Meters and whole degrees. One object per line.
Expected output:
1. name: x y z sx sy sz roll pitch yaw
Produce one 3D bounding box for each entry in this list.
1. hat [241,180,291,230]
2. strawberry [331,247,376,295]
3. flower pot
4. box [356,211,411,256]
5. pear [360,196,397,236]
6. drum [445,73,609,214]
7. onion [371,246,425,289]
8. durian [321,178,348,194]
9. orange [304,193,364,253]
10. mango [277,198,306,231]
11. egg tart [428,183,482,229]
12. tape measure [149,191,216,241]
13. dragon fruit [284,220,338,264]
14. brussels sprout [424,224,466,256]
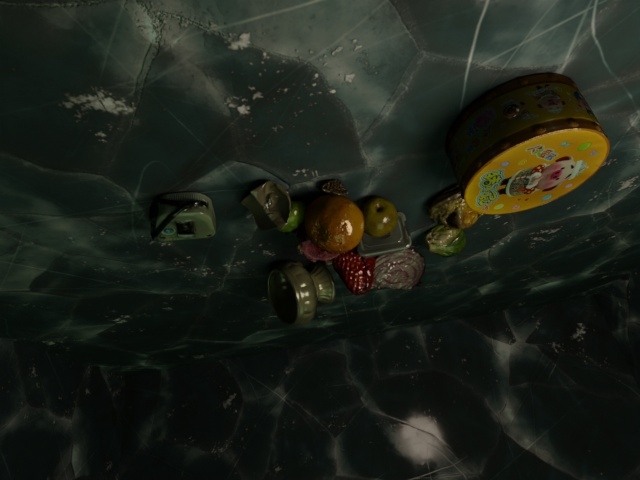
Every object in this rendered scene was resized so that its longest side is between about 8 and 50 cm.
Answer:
1. hat: -0.184 -0.126 1.416 0.144 0.173 0.166 -38 109 -10
2. strawberry: 0.157 0.126 1.816 0.205 0.244 0.205 -7 150 -4
3. flower pot: -0.085 0.230 1.910 0.244 0.307 0.307 -15 159 -35
4. box: 0.250 -0.017 1.676 0.227 0.162 0.130 -11 162 1
5. pear: 0.219 -0.085 1.545 0.148 0.149 0.162 -9 148 -1
6. drum: 0.612 -0.274 1.241 0.431 0.214 0.431 -7 153 -4
7. onion: 0.366 0.112 1.989 0.314 0.146 0.280 10 122 -16
8. durian: 0.057 -0.174 1.423 0.066 0.052 0.130 -34 154 31
9. orange: 0.050 -0.059 1.438 0.193 0.219 0.219 -26 160 -25
10. mango: -0.117 -0.082 1.496 0.119 0.100 0.178 -1 159 -21
11. egg tart: 0.579 -0.117 1.630 0.297 0.132 0.297 -13 155 -6
12. tape measure: -0.484 -0.073 1.379 0.235 0.115 0.207 -5 154 -9
13. dragon fruit: 0.000 0.000 1.636 0.282 0.147 0.211 -10 153 -2
14. brussels sprout: 0.569 0.005 1.840 0.183 0.131 0.145 -24 144 17
